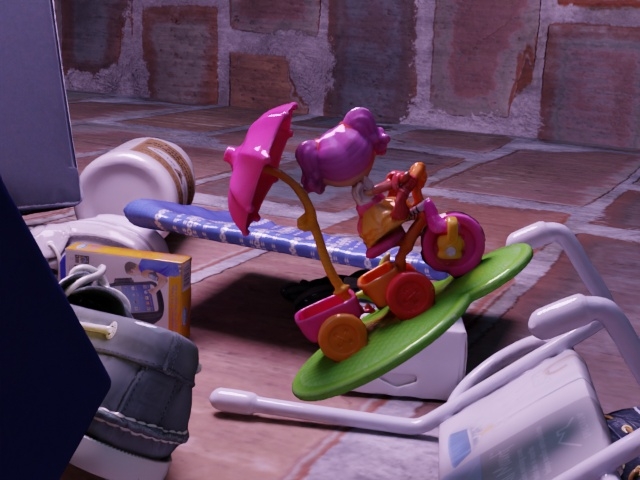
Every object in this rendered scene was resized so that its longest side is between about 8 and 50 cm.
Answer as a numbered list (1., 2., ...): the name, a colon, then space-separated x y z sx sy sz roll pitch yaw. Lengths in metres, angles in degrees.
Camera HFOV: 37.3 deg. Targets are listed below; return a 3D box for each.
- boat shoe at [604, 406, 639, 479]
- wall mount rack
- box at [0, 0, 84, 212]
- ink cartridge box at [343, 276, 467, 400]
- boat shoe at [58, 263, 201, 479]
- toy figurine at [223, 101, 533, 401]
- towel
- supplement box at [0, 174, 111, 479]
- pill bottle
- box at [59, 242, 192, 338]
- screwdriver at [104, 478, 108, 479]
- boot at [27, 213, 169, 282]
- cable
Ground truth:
1. boat shoe: 0.199 0.158 0.600 0.083 0.065 0.183 -3 9 1
2. wall mount rack: 0.058 0.116 0.618 0.304 0.130 0.350 -33 6 13
3. box: -0.463 -0.159 1.068 0.212 0.294 0.395 -9 2 -40
4. ink cartridge box: 0.070 0.084 0.854 0.109 0.063 0.150 4 12 2
5. boat shoe: -0.157 0.073 0.686 0.116 0.099 0.319 24 0 -24
6. toy figurine: 0.018 -0.015 0.578 0.173 0.159 0.130 -31 7 1
7. towel: 0.000 0.000 0.961 0.336 0.040 0.243 10 1 23
8. supplement box: -0.321 0.058 0.451 0.356 0.194 0.195 8 49 20
9. pill bottle: -0.238 -0.070 1.276 0.131 0.131 0.229 3 14 1
10. box: -0.191 0.049 0.903 0.136 0.081 0.028 5 14 11
11. screwdriver: -0.153 0.151 0.637 0.025 0.024 0.170 -32 32 -13
12. boot: -0.292 0.032 0.967 0.258 0.095 0.123 -1 18 19
13. cable: 0.050 0.055 1.006 0.184 0.047 0.150 4 14 7
